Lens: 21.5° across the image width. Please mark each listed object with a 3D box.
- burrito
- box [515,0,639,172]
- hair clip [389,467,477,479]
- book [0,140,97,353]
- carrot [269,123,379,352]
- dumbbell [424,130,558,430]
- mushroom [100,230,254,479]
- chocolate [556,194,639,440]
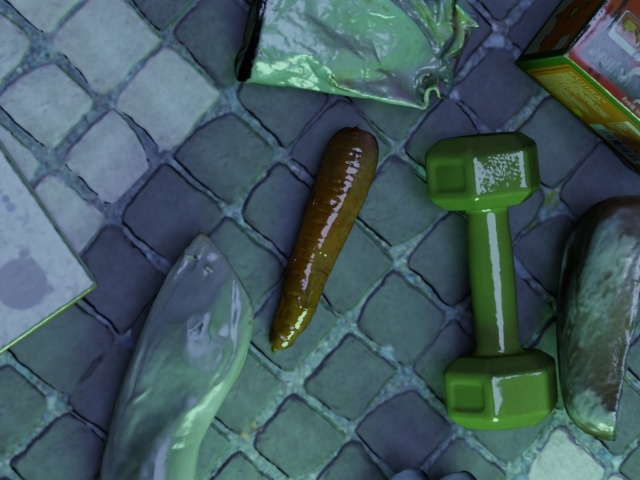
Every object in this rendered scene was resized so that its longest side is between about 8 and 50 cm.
[{"bbox_3d":[0.036,-0.207,1.690,0.229,0.089,0.144,11,103,-14],"label":"burrito"},{"bbox_3d":[0.345,-0.193,1.740,0.195,0.148,0.177,40,83,-13],"label":"box"},{"bbox_3d":[0.124,0.344,1.743,0.146,0.075,0.257,-29,103,-17],"label":"hair clip"},{"bbox_3d":[-0.441,0.044,1.596,0.389,0.032,0.269,-36,99,-12],"label":"book"},{"bbox_3d":[0.000,0.000,1.703,0.059,0.059,0.248,21,89,-15],"label":"carrot"},{"bbox_3d":[0.175,0.041,1.723,0.108,0.121,0.302,-8,93,-43],"label":"dumbbell"},{"bbox_3d":[-0.146,0.166,1.652,0.109,0.097,0.351,17,92,-12],"label":"mushroom"},{"bbox_3d":[0.281,0.075,1.739,0.080,0.157,0.254,9,88,6],"label":"chocolate"}]
